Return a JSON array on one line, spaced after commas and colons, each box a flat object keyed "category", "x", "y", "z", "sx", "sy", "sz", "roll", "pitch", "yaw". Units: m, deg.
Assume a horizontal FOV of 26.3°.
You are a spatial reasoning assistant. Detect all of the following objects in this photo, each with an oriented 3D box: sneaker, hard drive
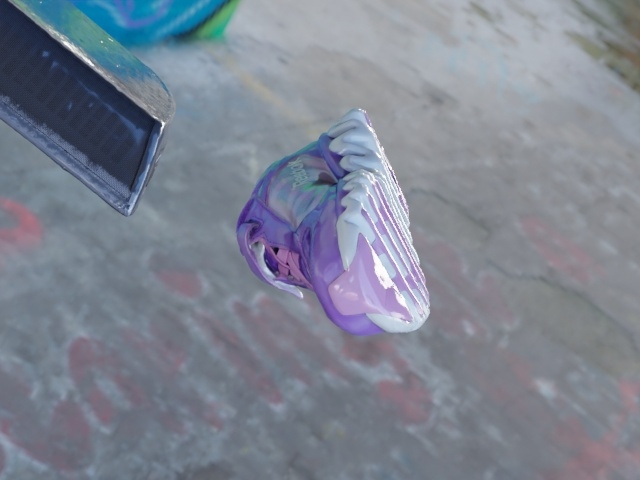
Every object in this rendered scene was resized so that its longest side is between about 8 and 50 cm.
[{"category": "sneaker", "x": 0.000, "y": 0.000, "z": 0.823, "sx": 0.236, "sy": 0.105, "sz": 0.095, "roll": -93, "pitch": 161, "yaw": -69}, {"category": "hard drive", "x": -0.152, "y": -0.102, "z": 0.746, "sx": 0.172, "sy": 0.054, "sz": 0.254, "roll": 39, "pitch": 5, "yaw": -15}]
